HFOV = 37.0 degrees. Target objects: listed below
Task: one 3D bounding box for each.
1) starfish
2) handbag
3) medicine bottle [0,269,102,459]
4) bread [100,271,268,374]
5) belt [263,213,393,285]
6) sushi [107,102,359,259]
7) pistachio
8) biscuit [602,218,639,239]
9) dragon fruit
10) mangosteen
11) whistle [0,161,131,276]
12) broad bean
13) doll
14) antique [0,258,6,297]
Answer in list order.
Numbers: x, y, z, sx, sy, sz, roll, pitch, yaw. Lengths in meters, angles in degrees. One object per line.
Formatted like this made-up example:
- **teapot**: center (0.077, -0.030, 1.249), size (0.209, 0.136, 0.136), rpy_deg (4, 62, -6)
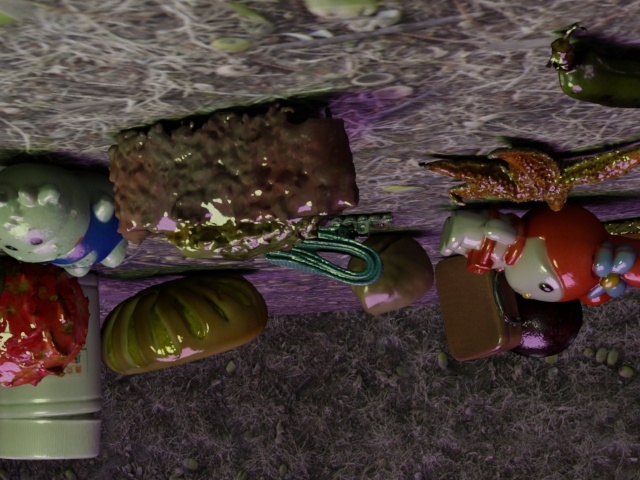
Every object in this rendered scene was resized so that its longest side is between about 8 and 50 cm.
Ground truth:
- **starfish**: center (0.209, -0.062, 0.939), size (0.240, 0.043, 0.227), rpy_deg (-14, 168, 43)
- **handbag**: center (0.294, 0.120, 1.769), size (0.072, 0.193, 0.151), rpy_deg (2, 167, -41)
- **medicine bottle**: center (-0.490, 0.225, 1.714), size (0.190, 0.332, 0.190), rpy_deg (-3, 173, 0)
- **bread**: center (-0.267, 0.152, 1.834), size (0.333, 0.160, 0.333), rpy_deg (-16, 180, 0)
- **belt**: center (-0.001, -0.001, 1.253), size (0.179, 0.100, 0.065), rpy_deg (12, 174, 4)
- **sushi**: center (-0.051, -0.039, 0.773), size (0.241, 0.107, 0.161), rpy_deg (-7, 175, 28)
- **pistachio**: center (0.106, 0.051, 1.434), size (0.124, 0.124, 0.185), rpy_deg (-7, 171, 28)
- **biscuit**: center (0.489, -0.016, 1.447), size (0.237, 0.026, 0.131), rpy_deg (-9, 172, 32)
- **dragon fruit**: center (-0.492, 0.128, 1.477), size (0.268, 0.205, 0.210), rpy_deg (-3, 180, -17)
- **mangosteen**: center (0.427, 0.126, 1.911), size (0.216, 0.216, 0.216), rpy_deg (-3, 173, 0)
- **whistle**: center (-0.232, -0.018, 0.887), size (0.110, 0.092, 0.244), rpy_deg (-16, 168, 16)
- **broad bean**: center (0.237, -0.104, 0.628), size (0.227, 0.039, 0.069), rpy_deg (1, 166, -24)
- **doll**: center (0.301, 0.016, 1.213), size (0.290, 0.130, 0.161), rpy_deg (12, 166, -2)
- **antique**: center (-0.439, 0.030, 0.980), size (0.221, 0.080, 0.081), rpy_deg (17, 179, -26)
